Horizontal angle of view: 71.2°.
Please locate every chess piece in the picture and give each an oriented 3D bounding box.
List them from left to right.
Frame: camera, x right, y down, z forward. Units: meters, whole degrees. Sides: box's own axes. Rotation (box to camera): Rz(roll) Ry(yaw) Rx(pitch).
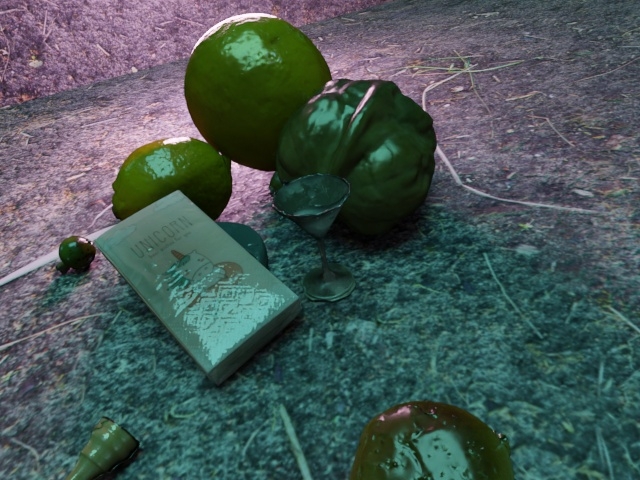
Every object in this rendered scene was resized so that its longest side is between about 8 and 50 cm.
[{"bbox_3d":[-0.287,0.287,0.501,0.060,0.060,0.172,11,44,29],"label":"chess piece"}]

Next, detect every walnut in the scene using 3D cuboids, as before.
[{"bbox_3d":[0.072,-0.156,0.830,0.253,0.282,0.277,-32,19,52],"label":"walnut"}]

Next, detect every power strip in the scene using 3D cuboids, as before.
[{"bbox_3d":[-0.223,0.033,0.827,0.253,0.054,0.168,-11,34,0],"label":"power strip"}]

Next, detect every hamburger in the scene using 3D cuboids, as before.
[{"bbox_3d":[0.108,0.233,0.390,0.159,0.131,0.185,-37,46,-25],"label":"hamburger"}]

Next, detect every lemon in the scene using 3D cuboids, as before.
[{"bbox_3d":[-0.296,-0.109,0.916,0.260,0.204,0.204,-27,38,-23],"label":"lemon"},{"bbox_3d":[-0.129,-0.322,1.000,0.347,0.348,0.348,-8,36,6],"label":"lemon"}]

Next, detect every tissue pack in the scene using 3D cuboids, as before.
[{"bbox_3d":[-0.198,0.054,0.702,0.170,0.071,0.325,-38,59,-24],"label":"tissue pack"}]

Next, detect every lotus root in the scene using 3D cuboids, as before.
[{"bbox_3d":[-0.040,-0.129,0.967,0.165,0.088,0.088,-25,37,-29],"label":"lotus root"}]

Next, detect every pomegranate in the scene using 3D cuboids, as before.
[{"bbox_3d":[-0.496,0.033,0.904,0.073,0.073,0.085,13,79,31],"label":"pomegranate"}]

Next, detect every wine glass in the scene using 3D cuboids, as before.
[{"bbox_3d":[0.000,0.000,0.695,0.122,0.183,0.122,-7,38,5],"label":"wine glass"}]

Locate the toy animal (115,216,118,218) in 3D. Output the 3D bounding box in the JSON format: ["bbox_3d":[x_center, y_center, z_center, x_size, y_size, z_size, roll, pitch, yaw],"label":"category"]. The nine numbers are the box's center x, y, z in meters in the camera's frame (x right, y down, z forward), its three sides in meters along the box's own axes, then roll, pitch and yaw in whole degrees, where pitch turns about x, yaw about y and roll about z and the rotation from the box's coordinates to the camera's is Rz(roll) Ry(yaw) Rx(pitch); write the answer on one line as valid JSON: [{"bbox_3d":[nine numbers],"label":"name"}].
[{"bbox_3d":[-0.411,-0.122,1.041,0.218,0.116,0.179,10,40,18],"label":"toy animal"}]
